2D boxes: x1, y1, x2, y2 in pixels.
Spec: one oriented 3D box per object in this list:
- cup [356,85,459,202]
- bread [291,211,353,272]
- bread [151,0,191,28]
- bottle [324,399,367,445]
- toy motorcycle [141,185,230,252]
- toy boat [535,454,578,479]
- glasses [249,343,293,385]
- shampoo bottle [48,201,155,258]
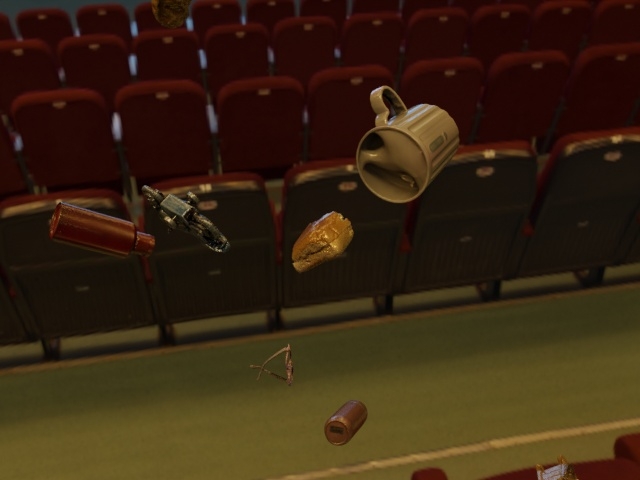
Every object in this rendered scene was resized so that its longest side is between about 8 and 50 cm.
[{"bbox_3d":[0.194,-0.217,1.661,0.167,0.221,0.202,15,33,27],"label":"cup"},{"bbox_3d":[0.000,0.001,1.595,0.125,0.082,0.106,-27,8,35],"label":"bread"},{"bbox_3d":[-0.258,-0.561,1.472,0.077,0.367,0.084,-14,58,-32],"label":"bread"},{"bbox_3d":[0.047,0.328,1.415,0.053,0.053,0.140,10,6,15],"label":"bottle"},{"bbox_3d":[-0.325,-0.050,1.882,0.254,0.135,0.092,29,69,26],"label":"toy motorcycle"},{"bbox_3d":[0.419,0.470,1.280,0.068,0.088,0.225,-29,60,24],"label":"toy boat"},{"bbox_3d":[-0.127,0.331,2.058,0.104,0.139,0.062,2,43,9],"label":"glasses"},{"bbox_3d":[-0.557,-0.017,2.012,0.260,0.102,0.064,17,-17,-33],"label":"shampoo bottle"}]
